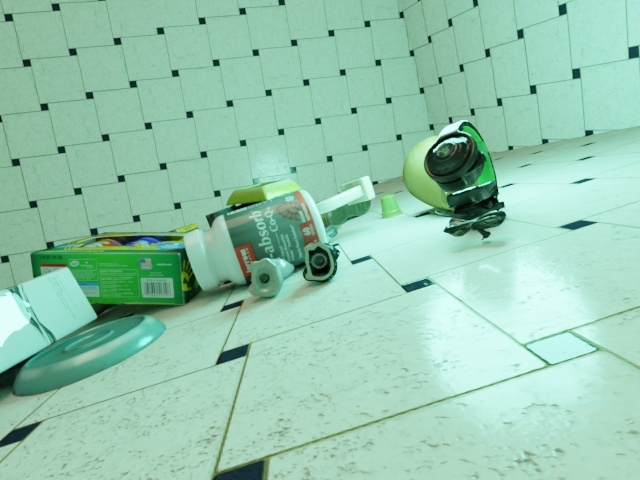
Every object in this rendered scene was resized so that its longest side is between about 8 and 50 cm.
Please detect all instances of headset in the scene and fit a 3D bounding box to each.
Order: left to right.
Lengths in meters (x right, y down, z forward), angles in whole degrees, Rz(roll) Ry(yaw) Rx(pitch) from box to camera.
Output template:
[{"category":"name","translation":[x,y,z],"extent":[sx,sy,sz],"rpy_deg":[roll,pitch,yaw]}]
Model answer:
[{"category":"headset","translation":[0.371,-0.142,1.029],"extent":[0.185,0.243,0.394],"rpy_deg":[-15,29,40]}]

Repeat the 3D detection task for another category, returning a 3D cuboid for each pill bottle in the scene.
[{"category":"pill bottle","translation":[-0.180,0.005,1.223],"extent":[0.363,0.210,0.210],"rpy_deg":[-20,9,-9]}]

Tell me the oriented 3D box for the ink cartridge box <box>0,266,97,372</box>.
[{"category":"ink cartridge box","translation":[-0.768,0.232,0.968],"extent":[0.286,0.166,0.395],"rpy_deg":[-26,6,15]}]

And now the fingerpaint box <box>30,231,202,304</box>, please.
[{"category":"fingerpaint box","translation":[-0.584,0.072,1.385],"extent":[0.446,0.163,0.371],"rpy_deg":[0,10,6]}]

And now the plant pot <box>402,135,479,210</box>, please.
[{"category":"plant pot","translation":[0.402,-0.193,1.369],"extent":[0.238,0.236,0.254],"rpy_deg":[-17,22,6]}]

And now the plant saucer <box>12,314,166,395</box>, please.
[{"category":"plant saucer","translation":[-0.510,0.238,0.960],"extent":[0.318,0.043,0.317],"rpy_deg":[-17,8,2]}]

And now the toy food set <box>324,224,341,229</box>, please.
[{"category":"toy food set","translation":[0.032,-0.043,1.757],"extent":[0.122,0.019,0.078],"rpy_deg":[-11,8,-8]}]

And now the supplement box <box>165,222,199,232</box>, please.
[{"category":"supplement box","translation":[-0.654,0.040,2.010],"extent":[0.194,0.191,0.129],"rpy_deg":[-13,10,32]}]

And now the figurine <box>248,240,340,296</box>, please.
[{"category":"figurine","translation":[-0.057,0.064,1.063],"extent":[0.215,0.092,0.209],"rpy_deg":[-17,1,8]}]

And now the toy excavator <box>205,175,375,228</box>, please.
[{"category":"toy excavator","translation":[-0.082,-0.076,1.454],"extent":[0.446,0.222,0.433],"rpy_deg":[-14,10,35]}]

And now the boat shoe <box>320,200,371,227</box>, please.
[{"category":"boat shoe","translation":[0.102,-0.143,1.936],"extent":[0.105,0.110,0.307],"rpy_deg":[-7,13,47]}]

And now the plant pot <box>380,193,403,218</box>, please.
[{"category":"plant pot","translation":[0.265,-0.134,1.652],"extent":[0.084,0.079,0.083],"rpy_deg":[-16,8,2]}]

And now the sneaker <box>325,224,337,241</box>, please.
[{"category":"sneaker","translation":[0.000,0.000,1.461],"extent":[0.135,0.052,0.058],"rpy_deg":[-31,-6,-35]}]

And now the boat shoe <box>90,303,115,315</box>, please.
[{"category":"boat shoe","translation":[-0.754,0.198,1.467],"extent":[0.095,0.079,0.254],"rpy_deg":[-50,0,14]}]

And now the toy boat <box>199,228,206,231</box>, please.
[{"category":"toy boat","translation":[-0.512,-0.009,2.190],"extent":[0.319,0.147,0.268],"rpy_deg":[-11,11,36]}]

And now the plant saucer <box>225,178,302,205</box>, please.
[{"category":"plant saucer","translation":[-0.190,-0.164,1.423],"extent":[0.188,0.045,0.188],"rpy_deg":[-3,14,36]}]
